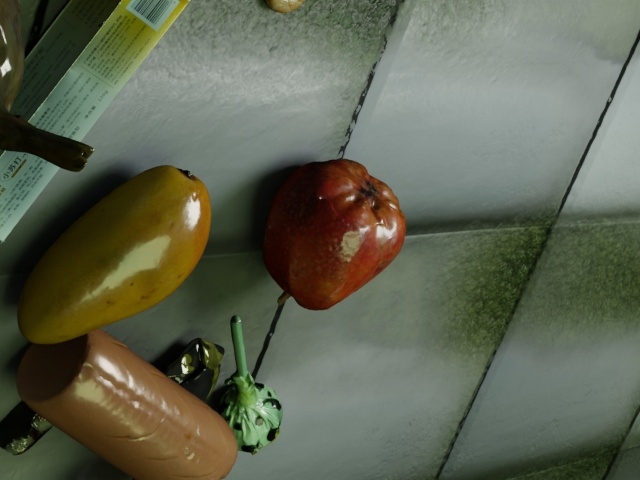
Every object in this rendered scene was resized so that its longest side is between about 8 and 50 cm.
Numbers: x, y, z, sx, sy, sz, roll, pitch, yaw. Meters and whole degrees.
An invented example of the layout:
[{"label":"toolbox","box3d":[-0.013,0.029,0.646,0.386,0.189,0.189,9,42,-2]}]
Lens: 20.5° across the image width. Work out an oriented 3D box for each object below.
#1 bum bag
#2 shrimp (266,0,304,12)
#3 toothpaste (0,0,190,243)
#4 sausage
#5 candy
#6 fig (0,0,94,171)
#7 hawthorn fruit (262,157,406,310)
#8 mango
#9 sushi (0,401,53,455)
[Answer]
[{"label":"bum bag","box3d":[-0.173,0.220,2.178,0.106,0.060,0.233,-16,127,-44]},{"label":"shrimp","box3d":[-0.022,-0.293,1.906,0.059,0.023,0.108,25,102,-45]},{"label":"toothpaste","box3d":[-0.259,-0.144,1.749,0.313,0.071,0.089,-52,147,3]},{"label":"sausage","box3d":[-0.212,0.203,2.030,0.121,0.121,0.304,-49,131,-1]},{"label":"candy","box3d":[-0.094,0.173,2.155,0.305,0.083,0.091,86,12,-61]},{"label":"fig","box3d":[-0.326,-0.139,1.434,0.286,0.368,0.286,-30,133,-39]},{"label":"hawthorn fruit","box3d":[0.010,-0.010,2.096,0.173,0.173,0.179,-28,165,-27]},{"label":"mango","box3d":[-0.219,0.024,1.906,0.253,0.113,0.138,-41,143,-8]},{"label":"sushi","box3d":[-0.328,0.214,2.021,0.083,0.044,0.046,-44,143,-5]}]
